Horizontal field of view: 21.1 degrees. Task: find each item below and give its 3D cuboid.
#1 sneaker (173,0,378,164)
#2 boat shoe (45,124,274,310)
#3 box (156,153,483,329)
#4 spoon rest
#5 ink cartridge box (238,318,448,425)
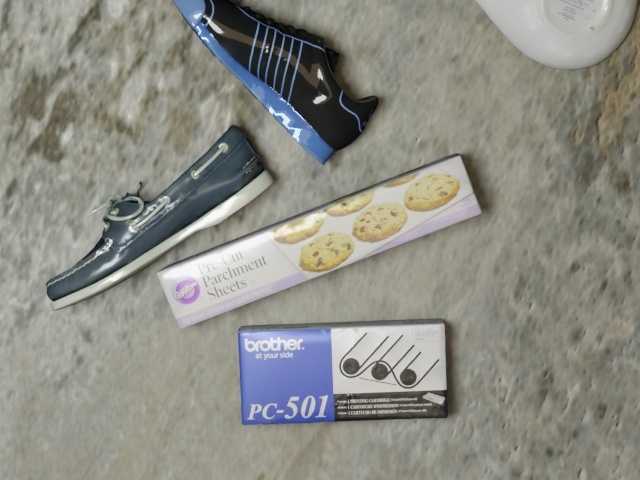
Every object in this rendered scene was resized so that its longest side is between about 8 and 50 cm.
[{"bbox_3d":[-0.044,-0.184,1.686,0.090,0.081,0.232,-44,100,2],"label":"sneaker"},{"bbox_3d":[-0.169,-0.021,1.694,0.254,0.095,0.079,-33,96,3],"label":"boat shoe"},{"bbox_3d":[0.000,0.000,1.708,0.324,0.063,0.067,-20,94,3],"label":"box"},{"bbox_3d":[0.184,-0.265,1.679,0.276,0.084,0.137,24,97,-15],"label":"spoon rest"},{"bbox_3d":[0.023,0.132,1.730,0.207,0.046,0.097,-3,95,2],"label":"ink cartridge box"}]
